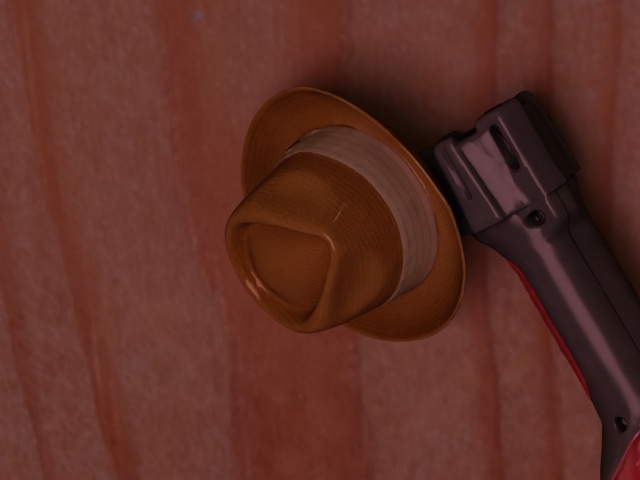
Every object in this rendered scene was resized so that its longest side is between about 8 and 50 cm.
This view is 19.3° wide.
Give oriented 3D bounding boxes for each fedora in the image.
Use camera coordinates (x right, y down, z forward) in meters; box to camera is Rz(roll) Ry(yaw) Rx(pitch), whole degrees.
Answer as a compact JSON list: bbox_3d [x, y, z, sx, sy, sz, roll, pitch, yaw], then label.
[{"bbox_3d":[0.000,0.000,1.162,0.194,0.079,0.194,31,140,30],"label":"fedora"}]

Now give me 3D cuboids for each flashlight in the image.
[{"bbox_3d":[0.164,0.060,1.145,0.103,0.103,0.304,-31,91,22],"label":"flashlight"}]
